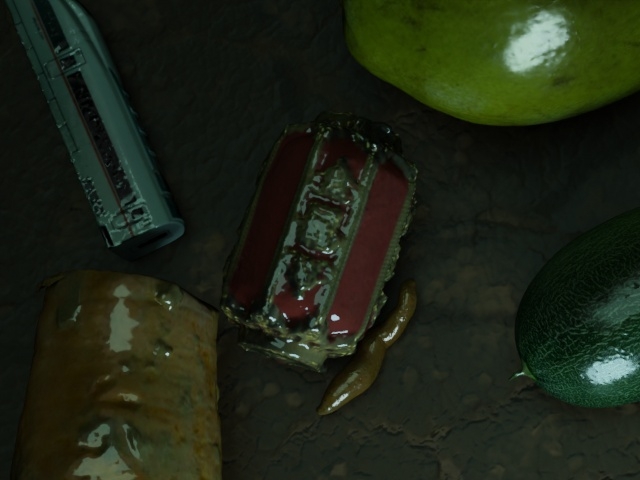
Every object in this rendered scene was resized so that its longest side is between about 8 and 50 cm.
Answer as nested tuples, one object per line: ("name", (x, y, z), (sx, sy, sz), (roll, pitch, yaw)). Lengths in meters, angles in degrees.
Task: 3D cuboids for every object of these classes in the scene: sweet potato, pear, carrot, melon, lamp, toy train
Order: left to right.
("toy train", (-0.272, -0.177, 1.702), (0.088, 0.086, 0.407), (-26, 76, 4))
("carrot", (-0.208, 0.214, 1.551), (0.224, 0.224, 0.340), (3, 73, 10))
("lamp", (0.000, 0.000, 1.578), (0.177, 0.177, 0.274), (19, 82, 13))
("sweet potato", (0.056, 0.120, 1.612), (0.044, 0.044, 0.179), (36, 85, 14))
("pear", (0.215, -0.295, 1.529), (0.413, 0.352, 0.352), (-9, 77, -2))
("melon", (0.315, 0.068, 1.508), (0.288, 0.182, 0.182), (-28, 76, 3))
